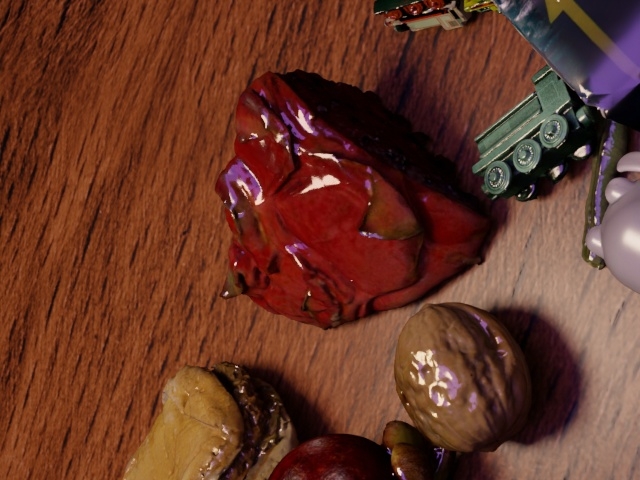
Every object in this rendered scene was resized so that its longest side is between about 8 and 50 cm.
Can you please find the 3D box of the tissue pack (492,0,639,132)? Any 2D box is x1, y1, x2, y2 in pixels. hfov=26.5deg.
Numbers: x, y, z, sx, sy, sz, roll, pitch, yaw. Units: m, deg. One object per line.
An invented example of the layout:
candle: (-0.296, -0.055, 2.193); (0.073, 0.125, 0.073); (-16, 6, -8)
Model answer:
tissue pack: (0.395, -0.301, 1.294); (0.416, 0.264, 0.253); (-52, 52, 21)

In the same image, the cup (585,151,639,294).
cup: (0.355, -0.006, 1.413); (0.142, 0.173, 0.134); (32, 96, 34)

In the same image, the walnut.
walnut: (0.160, 0.153, 1.559); (0.155, 0.155, 0.184); (-40, 69, 28)

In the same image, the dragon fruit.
dragon fruit: (-0.005, 0.000, 1.647); (0.286, 0.228, 0.329); (49, 113, 26)

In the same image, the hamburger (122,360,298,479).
hamburger: (-0.145, 0.302, 1.765); (0.283, 0.145, 0.259); (-64, 26, 16)

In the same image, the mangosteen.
mangosteen: (0.056, 0.314, 1.615); (0.257, 0.215, 0.215); (-39, 62, -6)

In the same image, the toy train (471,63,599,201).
toy train: (0.244, -0.118, 1.557); (0.170, 0.071, 0.111); (-39, 51, 37)

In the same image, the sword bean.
sword bean: (0.327, -0.101, 1.524); (0.043, 0.038, 0.269); (15, 97, 61)

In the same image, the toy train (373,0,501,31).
toy train: (0.179, -0.292, 1.613); (0.250, 0.085, 0.053); (-8, 57, 33)
